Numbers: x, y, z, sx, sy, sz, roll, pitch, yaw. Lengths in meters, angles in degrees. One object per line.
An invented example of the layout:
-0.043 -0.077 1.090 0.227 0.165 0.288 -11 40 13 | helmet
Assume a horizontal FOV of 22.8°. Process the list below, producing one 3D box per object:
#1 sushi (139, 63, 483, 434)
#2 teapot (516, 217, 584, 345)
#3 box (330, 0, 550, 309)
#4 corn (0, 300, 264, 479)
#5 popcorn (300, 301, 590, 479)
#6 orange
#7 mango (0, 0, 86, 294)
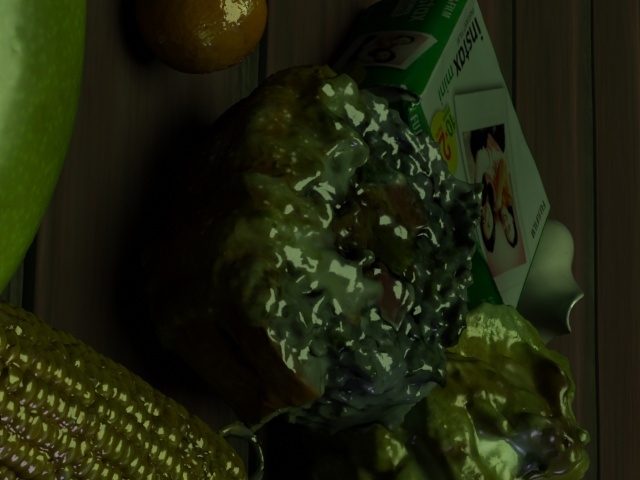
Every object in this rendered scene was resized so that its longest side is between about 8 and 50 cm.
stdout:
0.000 0.000 1.002 0.184 0.139 0.274 36 48 -23 | sushi
0.179 0.047 1.416 0.226 0.092 0.145 -22 133 -83 | teapot
0.092 -0.061 1.268 0.250 0.103 0.180 66 32 -33 | box
-0.125 0.106 0.826 0.293 0.106 0.106 43 49 -52 | corn
0.085 0.138 1.128 0.204 0.184 0.221 34 27 -4 | popcorn
-0.073 -0.143 0.987 0.083 0.083 0.070 -56 145 -51 | orange
-0.190 -0.071 0.678 0.175 0.143 0.293 11 80 -21 | mango
